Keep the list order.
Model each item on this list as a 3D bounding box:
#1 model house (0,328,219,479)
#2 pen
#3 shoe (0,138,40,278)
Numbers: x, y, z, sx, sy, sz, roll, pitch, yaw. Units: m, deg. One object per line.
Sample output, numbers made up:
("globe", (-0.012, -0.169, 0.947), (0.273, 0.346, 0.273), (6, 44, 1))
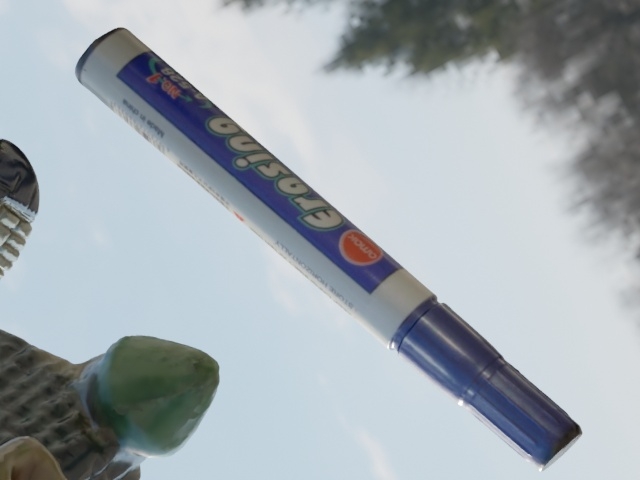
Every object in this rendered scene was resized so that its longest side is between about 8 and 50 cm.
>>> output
("model house", (-0.215, 0.126, 1.006), (0.298, 0.284, 0.243), (-37, -76, -53))
("pen", (0.000, 0.000, 0.623), (0.204, 0.025, 0.025), (40, -175, 19))
("shoe", (-0.149, -0.001, 0.571), (0.064, 0.143, 0.071), (43, -152, -69))
